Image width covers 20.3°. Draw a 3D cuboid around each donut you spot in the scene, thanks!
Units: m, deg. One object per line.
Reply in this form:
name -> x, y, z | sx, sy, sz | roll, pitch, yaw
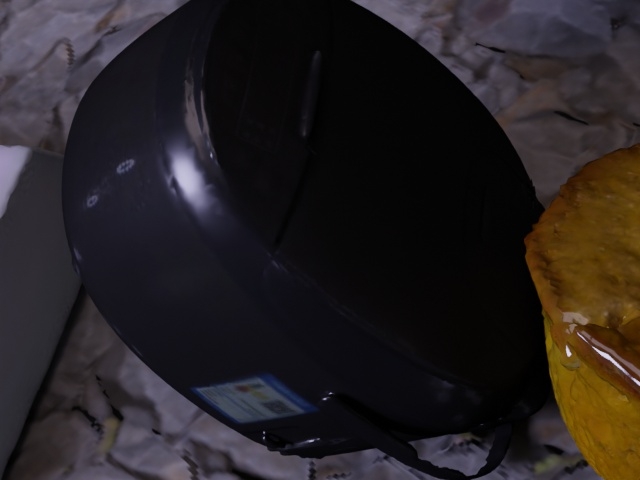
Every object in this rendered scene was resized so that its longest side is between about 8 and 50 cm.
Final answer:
donut -> 0.160, 0.038, 0.584 | 0.190, 0.074, 0.174 | 11, 32, 17

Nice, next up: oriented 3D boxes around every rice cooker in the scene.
rice cooker -> 0.001, 0.000, 0.622 | 0.118, 0.203, 0.142 | -21, 42, 35

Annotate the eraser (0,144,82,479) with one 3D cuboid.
eraser -> -0.305, 0.025, 0.782 | 0.397, 0.082, 0.213 | 2, 53, 22
